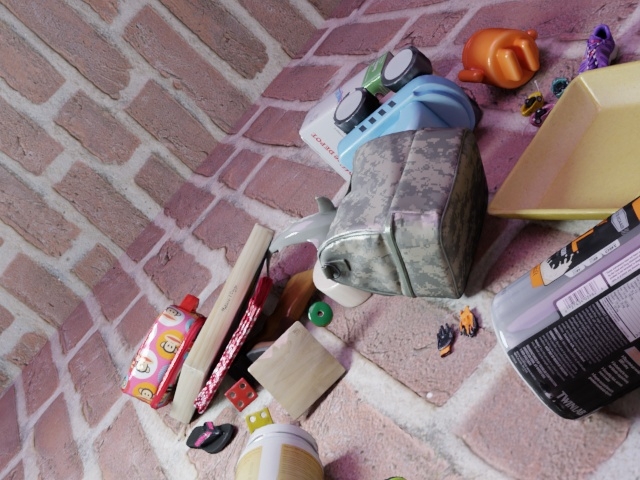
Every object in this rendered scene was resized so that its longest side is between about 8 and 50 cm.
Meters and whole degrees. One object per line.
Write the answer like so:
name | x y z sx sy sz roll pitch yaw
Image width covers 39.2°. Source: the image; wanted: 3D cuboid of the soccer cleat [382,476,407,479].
soccer cleat | 0.059 0.404 1.313 0.179 0.060 0.072 -46 9 5

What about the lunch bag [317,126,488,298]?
lunch bag | 0.147 -0.053 1.614 0.256 0.212 0.305 1 47 23

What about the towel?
towel | -0.181 0.212 1.888 0.274 0.031 0.199 -60 3 14

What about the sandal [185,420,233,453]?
sandal | -0.242 0.407 1.876 0.179 0.040 0.067 -17 37 52

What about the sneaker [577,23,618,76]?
sneaker | 0.513 -0.343 1.687 0.068 0.071 0.170 -2 45 29

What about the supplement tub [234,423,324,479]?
supplement tub | -0.068 0.404 1.423 0.144 0.144 0.199 -37 24 24

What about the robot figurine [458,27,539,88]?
robot figurine | 0.391 -0.399 1.955 0.158 0.128 0.219 -68 22 7

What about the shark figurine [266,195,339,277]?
shark figurine | -0.027 0.004 1.985 0.278 0.166 0.116 -26 63 13

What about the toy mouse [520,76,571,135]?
toy mouse | 0.450 -0.265 1.745 0.143 0.031 0.161 -13 41 56

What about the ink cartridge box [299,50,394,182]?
ink cartridge box | 0.120 -0.289 2.163 0.278 0.201 0.117 -31 26 36

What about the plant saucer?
plant saucer | 0.471 -0.147 1.446 0.332 0.081 0.333 -53 23 -16

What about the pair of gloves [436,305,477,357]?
pair of gloves | 0.225 0.151 1.488 0.083 0.010 0.074 -41 24 23

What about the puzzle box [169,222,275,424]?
puzzle box | -0.221 0.187 2.036 0.272 0.052 0.409 113 -179 -52

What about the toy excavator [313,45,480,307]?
toy excavator | 0.145 -0.129 1.881 0.433 0.222 0.445 -39 32 24

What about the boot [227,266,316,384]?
boot | -0.054 0.171 1.895 0.280 0.096 0.264 -55 10 -31

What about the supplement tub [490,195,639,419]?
supplement tub | 0.385 0.065 1.097 0.316 0.193 0.193 -37 24 22

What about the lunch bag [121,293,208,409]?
lunch bag | -0.344 0.246 2.073 0.258 0.120 0.293 -64 -1 -3

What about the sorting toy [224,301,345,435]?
sorting toy | -0.049 0.252 1.691 0.274 0.132 0.046 -44 -13 -6
